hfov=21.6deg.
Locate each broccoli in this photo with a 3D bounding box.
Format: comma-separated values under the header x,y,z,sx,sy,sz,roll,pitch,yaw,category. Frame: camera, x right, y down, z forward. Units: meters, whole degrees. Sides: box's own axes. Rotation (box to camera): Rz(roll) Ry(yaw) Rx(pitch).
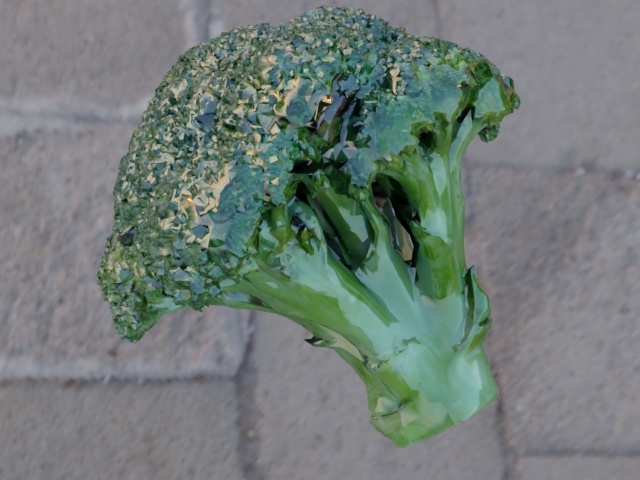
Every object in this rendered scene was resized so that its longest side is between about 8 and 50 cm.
x,y,z,sx,sy,sz,roll,pitch,yaw,category
0.000,0.000,0.971,0.254,0.269,0.269,-34,79,-8,broccoli
